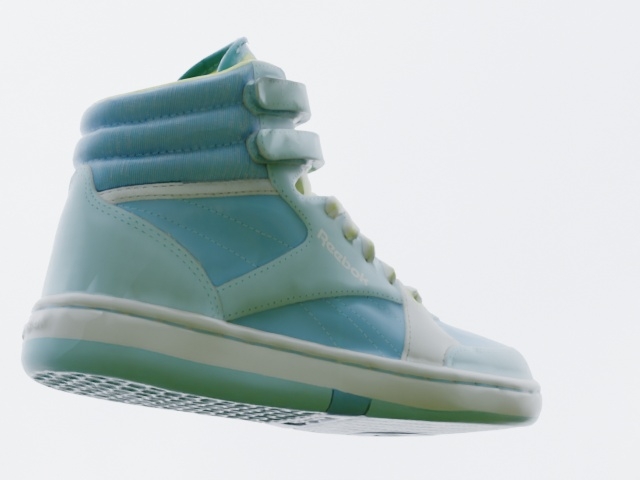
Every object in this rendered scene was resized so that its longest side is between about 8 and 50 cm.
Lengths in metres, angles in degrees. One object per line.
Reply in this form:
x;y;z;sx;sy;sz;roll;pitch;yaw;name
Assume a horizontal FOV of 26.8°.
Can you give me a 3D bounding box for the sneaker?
0.000;0.000;0.758;0.319;0.127;0.208;14;-108;-32;sneaker
